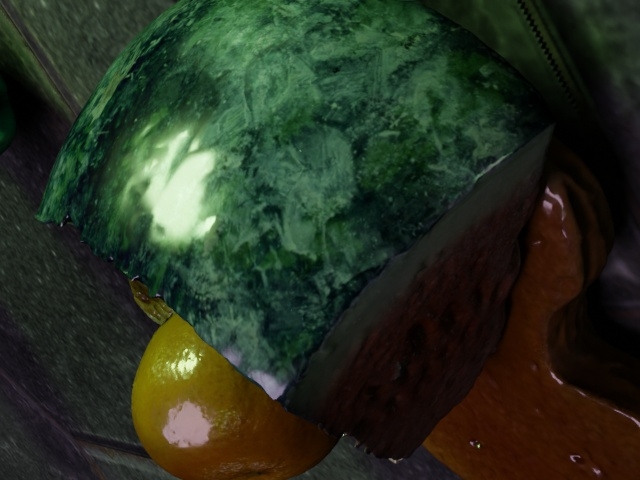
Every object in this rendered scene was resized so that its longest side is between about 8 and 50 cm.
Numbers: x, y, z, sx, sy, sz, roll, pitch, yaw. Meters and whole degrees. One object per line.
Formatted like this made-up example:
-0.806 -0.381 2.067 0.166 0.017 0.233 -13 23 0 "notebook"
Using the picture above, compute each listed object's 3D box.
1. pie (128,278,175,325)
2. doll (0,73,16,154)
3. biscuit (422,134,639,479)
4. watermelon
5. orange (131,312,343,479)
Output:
-0.144 0.045 0.920 0.084 0.020 0.084 35 148 26 "pie"
-0.347 -0.094 0.907 0.195 0.153 0.258 63 157 5 "doll"
0.106 0.041 0.522 0.262 0.052 0.277 13 133 50 "biscuit"
-0.031 0.007 0.498 0.226 0.148 0.318 55 154 -20 "watermelon"
-0.055 0.101 0.731 0.154 0.155 0.134 106 154 -57 "orange"
